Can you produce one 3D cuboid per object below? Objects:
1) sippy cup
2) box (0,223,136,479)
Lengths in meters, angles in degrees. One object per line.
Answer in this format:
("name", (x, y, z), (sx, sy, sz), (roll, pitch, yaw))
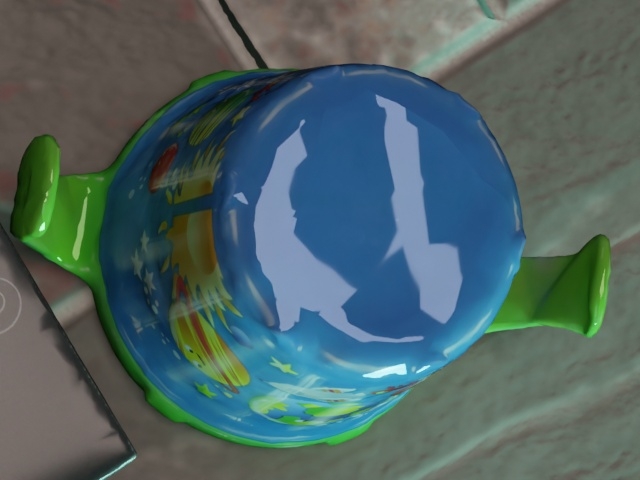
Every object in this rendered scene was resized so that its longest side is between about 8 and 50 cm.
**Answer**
("sippy cup", (0.000, 0.000, 1.050), (0.305, 0.224, 0.240), (-27, 91, -17))
("box", (-0.244, 0.046, 1.014), (0.165, 0.143, 0.270), (-32, 94, -16))
